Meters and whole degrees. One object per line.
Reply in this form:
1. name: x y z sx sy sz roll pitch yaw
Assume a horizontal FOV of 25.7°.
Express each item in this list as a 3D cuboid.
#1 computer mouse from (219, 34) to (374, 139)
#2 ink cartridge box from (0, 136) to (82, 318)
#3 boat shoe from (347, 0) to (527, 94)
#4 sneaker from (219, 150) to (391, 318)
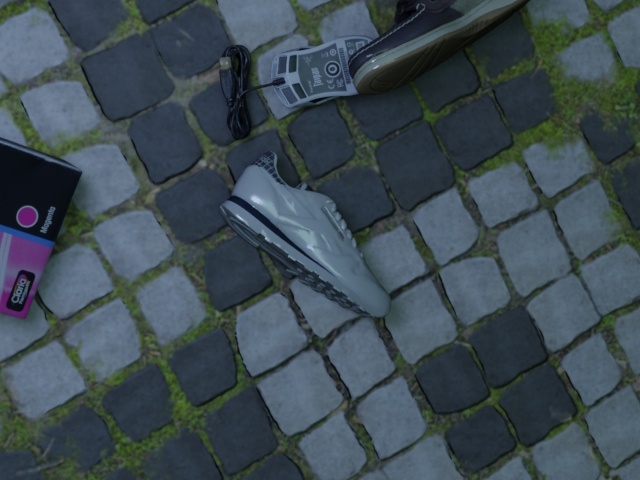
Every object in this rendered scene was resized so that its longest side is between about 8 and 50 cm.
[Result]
1. computer mouse: -0.020 -0.184 1.603 0.193 0.042 0.106 -12 91 -9
2. ink cartridge box: -0.443 -0.053 1.427 0.371 0.069 0.176 20 93 -30
3. boat shoe: 0.129 -0.256 1.597 0.285 0.103 0.092 -32 83 -28
4. sneaker: 0.000 0.000 1.598 0.235 0.090 0.095 40 73 -15
